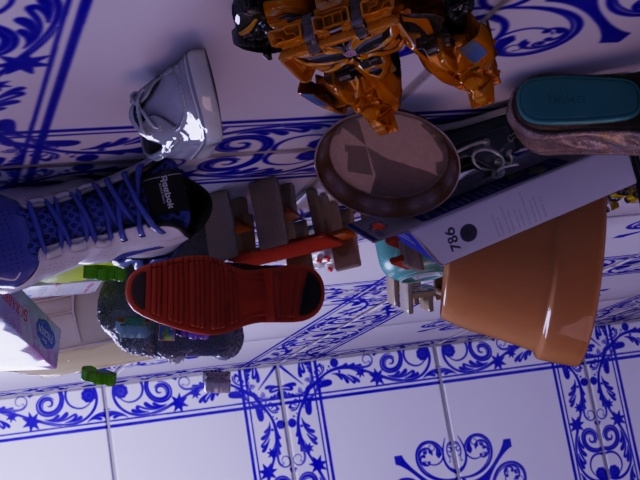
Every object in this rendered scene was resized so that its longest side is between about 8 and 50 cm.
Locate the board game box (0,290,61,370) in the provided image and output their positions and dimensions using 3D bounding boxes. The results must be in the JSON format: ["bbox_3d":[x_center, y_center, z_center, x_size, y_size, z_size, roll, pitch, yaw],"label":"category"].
[{"bbox_3d":[-0.548,0.099,1.619,0.318,0.066,0.318,-3,156,8],"label":"board game box"}]

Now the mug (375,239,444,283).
[{"bbox_3d":[0.160,0.009,1.926,0.129,0.097,0.157,-3,167,-27],"label":"mug"}]

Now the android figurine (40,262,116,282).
[{"bbox_3d":[-0.358,0.008,1.628,0.248,0.056,0.273,-19,164,37],"label":"android figurine"}]

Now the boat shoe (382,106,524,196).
[{"bbox_3d":[0.187,-0.108,1.459,0.254,0.079,0.095,-11,167,7],"label":"boat shoe"}]

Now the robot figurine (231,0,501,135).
[{"bbox_3d":[0.052,-0.172,1.054,0.211,0.085,0.291,-15,167,21],"label":"robot figurine"}]

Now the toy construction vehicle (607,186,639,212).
[{"bbox_3d":[0.474,-0.071,1.971,0.098,0.035,0.086,-2,155,-42],"label":"toy construction vehicle"}]

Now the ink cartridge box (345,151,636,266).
[{"bbox_3d":[0.206,-0.044,1.515,0.332,0.065,0.165,-21,-168,-6],"label":"ink cartridge box"}]

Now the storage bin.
[{"bbox_3d":[-0.429,0.146,2.051,0.260,0.123,0.262,-10,168,6],"label":"storage bin"}]

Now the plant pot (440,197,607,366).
[{"bbox_3d":[0.281,0.025,1.744,0.203,0.291,0.291,6,169,5],"label":"plant pot"}]

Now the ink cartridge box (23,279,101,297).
[{"bbox_3d":[-0.391,0.050,1.801,0.122,0.052,0.088,-3,167,-22],"label":"ink cartridge box"}]

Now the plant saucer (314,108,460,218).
[{"bbox_3d":[0.078,-0.093,1.403,0.168,0.029,0.168,6,137,5],"label":"plant saucer"}]

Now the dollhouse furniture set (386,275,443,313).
[{"bbox_3d":[0.248,0.039,2.146,0.212,0.161,0.242,-6,-171,-16],"label":"dollhouse furniture set"}]

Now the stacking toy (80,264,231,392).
[{"bbox_3d":[-0.217,0.118,1.675,0.221,0.167,0.052,4,-167,-8],"label":"stacking toy"}]

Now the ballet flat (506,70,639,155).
[{"bbox_3d":[0.365,-0.134,1.346,0.316,0.108,0.106,5,155,11],"label":"ballet flat"}]

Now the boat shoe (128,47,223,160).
[{"bbox_3d":[-0.141,-0.118,1.166,0.081,0.079,0.227,-11,171,-11],"label":"boat shoe"}]

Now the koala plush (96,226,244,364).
[{"bbox_3d":[-0.223,0.094,1.833,0.203,0.196,0.221,-10,176,-3],"label":"koala plush"}]

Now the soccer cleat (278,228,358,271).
[{"bbox_3d":[-0.009,0.010,1.895,0.068,0.076,0.196,40,156,-29],"label":"soccer cleat"}]

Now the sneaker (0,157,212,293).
[{"bbox_3d":[-0.250,-0.035,1.403,0.315,0.127,0.182,-8,166,-42],"label":"sneaker"}]

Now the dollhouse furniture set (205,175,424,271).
[{"bbox_3d":[0.000,0.000,1.674,0.259,0.135,0.262,-14,167,21],"label":"dollhouse furniture set"}]

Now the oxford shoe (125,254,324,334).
[{"bbox_3d":[-0.131,0.070,1.541,0.271,0.097,0.098,6,176,-34],"label":"oxford shoe"}]

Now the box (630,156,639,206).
[{"bbox_3d":[0.545,-0.074,1.732,0.165,0.143,0.270,-12,168,20],"label":"box"}]
